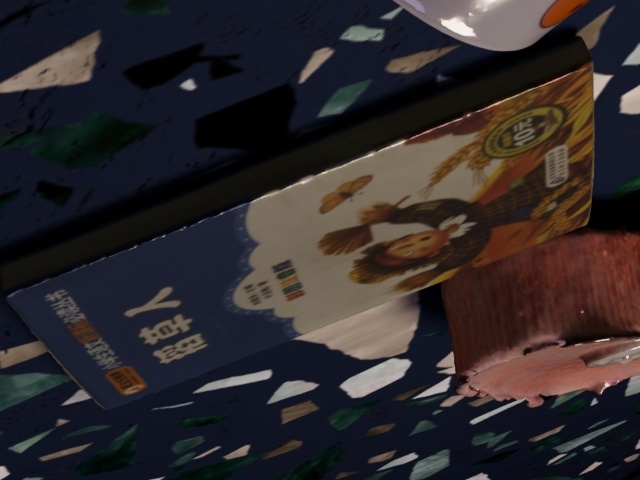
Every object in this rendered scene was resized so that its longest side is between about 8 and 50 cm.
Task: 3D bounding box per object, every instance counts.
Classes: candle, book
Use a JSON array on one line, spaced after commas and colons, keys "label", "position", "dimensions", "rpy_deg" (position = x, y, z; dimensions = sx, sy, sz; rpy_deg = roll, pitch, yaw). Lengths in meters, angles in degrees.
[{"label": "candle", "position": [0.253, 0.060, 1.620], "dimensions": [0.317, 0.131, 0.287], "rpy_deg": [-6, 162, -13]}, {"label": "book", "position": [0.000, 0.000, 1.341], "dimensions": [0.428, 0.039, 0.300], "rpy_deg": [-22, 159, 0]}]

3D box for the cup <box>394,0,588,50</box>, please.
[{"label": "cup", "position": [0.132, -0.241, 0.647], "dimensions": [0.317, 0.212, 0.212], "rpy_deg": [-35, 155, 30]}]
